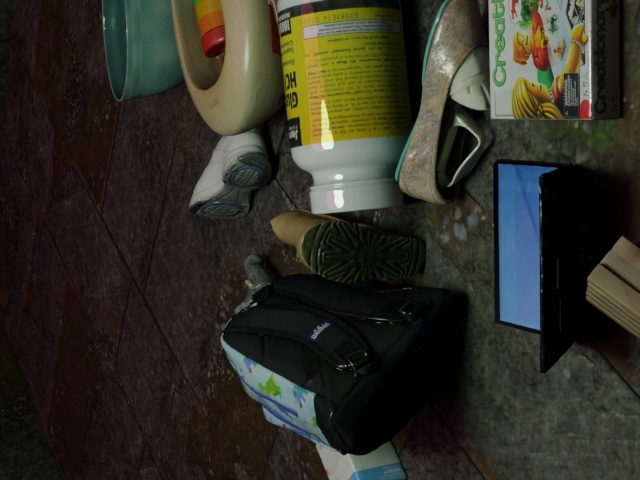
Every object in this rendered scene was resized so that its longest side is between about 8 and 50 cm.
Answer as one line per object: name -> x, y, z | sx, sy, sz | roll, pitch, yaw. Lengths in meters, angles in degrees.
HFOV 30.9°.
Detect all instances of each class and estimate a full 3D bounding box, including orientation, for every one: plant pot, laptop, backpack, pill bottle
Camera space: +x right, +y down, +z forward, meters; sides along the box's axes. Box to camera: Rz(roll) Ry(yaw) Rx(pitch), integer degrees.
plant pot -> -0.314, -0.425, 2.302 | 0.293, 0.196, 0.293 | 176, 90, -71
laptop -> 0.251, 0.021, 1.467 | 0.136, 0.264, 0.234 | 1, 99, 24
backpack -> 0.007, 0.175, 1.771 | 0.355, 0.290, 0.273 | 21, 144, 37
pill bottle -> 0.040, -0.211, 1.743 | 0.188, 0.188, 0.334 | -4, 92, 61

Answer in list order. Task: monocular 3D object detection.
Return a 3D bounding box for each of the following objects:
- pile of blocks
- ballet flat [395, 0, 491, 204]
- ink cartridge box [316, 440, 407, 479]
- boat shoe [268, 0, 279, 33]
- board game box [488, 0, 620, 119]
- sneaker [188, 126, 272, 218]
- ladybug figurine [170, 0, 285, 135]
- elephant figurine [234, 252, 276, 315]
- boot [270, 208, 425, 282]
pile of blocks -> 0.442, 0.094, 1.207 | 0.112, 0.149, 0.362 | -50, 48, -5
ballet flat -> 0.191, -0.184, 1.597 | 0.106, 0.107, 0.316 | 35, 133, 29
ink cartridge box -> 0.063, 0.355, 1.914 | 0.092, 0.090, 0.143 | -60, 44, 46
boat shoe -> -0.041, -0.436, 1.901 | 0.120, 0.122, 0.324 | -10, 77, 43
board game box -> 0.285, -0.302, 1.431 | 0.193, 0.053, 0.305 | 10, 104, 60
sneaker -> -0.172, -0.133, 2.252 | 0.297, 0.111, 0.129 | -40, 45, 52
ladybug figurine -> -0.150, -0.410, 2.070 | 0.305, 0.162, 0.449 | -20, 79, 60
elephant figurine -> -0.095, 0.145, 2.125 | 0.169, 0.186, 0.239 | 44, 169, -16
boot -> 0.000, 0.000, 1.818 | 0.269, 0.236, 0.089 | 19, 95, 54
